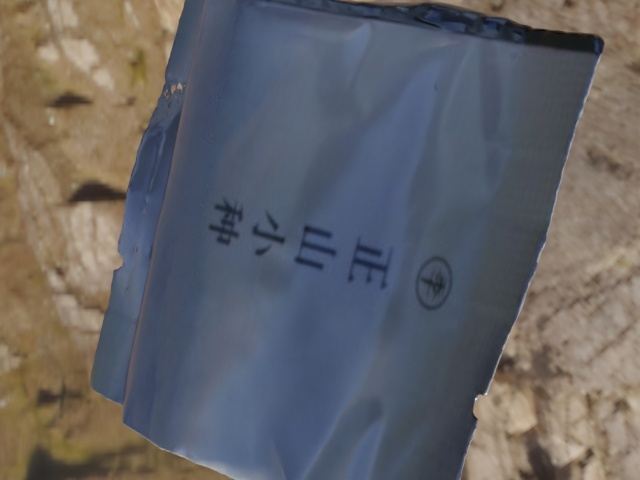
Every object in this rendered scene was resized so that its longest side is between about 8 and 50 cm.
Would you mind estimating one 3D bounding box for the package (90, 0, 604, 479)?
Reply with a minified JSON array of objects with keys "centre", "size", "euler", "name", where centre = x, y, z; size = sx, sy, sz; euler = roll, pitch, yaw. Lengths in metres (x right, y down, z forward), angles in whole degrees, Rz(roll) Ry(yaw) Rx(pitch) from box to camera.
[{"centre":[0.000,0.000,0.638],"size":[0.062,0.251,0.204],"euler":[12,95,-41],"name":"package"}]
